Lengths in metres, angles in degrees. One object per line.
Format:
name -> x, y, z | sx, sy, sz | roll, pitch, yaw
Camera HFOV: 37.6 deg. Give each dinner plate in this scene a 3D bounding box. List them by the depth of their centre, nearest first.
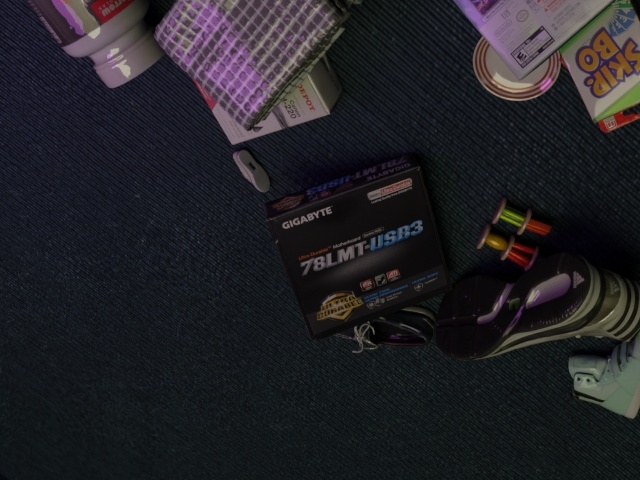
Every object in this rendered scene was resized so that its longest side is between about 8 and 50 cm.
dinner plate -> 0.320, -0.293, 1.533 | 0.141, 0.017, 0.141 | 12, 131, 14

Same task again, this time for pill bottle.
pill bottle -> -0.405, -0.426, 1.605 | 0.176, 0.176, 0.318 | -18, 119, 32

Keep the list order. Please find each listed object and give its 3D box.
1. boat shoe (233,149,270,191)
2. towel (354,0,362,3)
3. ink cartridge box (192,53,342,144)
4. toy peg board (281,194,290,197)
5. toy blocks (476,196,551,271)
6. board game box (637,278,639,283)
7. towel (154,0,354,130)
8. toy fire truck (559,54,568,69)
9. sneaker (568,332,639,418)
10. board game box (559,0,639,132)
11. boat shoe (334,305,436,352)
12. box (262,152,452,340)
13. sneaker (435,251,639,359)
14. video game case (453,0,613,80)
boat shoe -> -0.137, -0.135, 1.836 | 0.035, 0.035, 0.100 | 4, 139, 54
towel -> 0.052, -0.519, 1.444 | 0.209, 0.034, 0.285 | 35, 131, -9
ink cartridge box -> -0.092, -0.278, 1.659 | 0.218, 0.092, 0.158 | -15, 121, 28
toy peg board -> 0.000, 0.000, 1.858 | 0.161, 0.079, 0.161 | 4, 128, 18
toy blocks -> 0.377, -0.002, 1.722 | 0.148, 0.054, 0.123 | 25, 133, 1
board game box -> 0.809, 0.055, 1.601 | 0.390, 0.050, 0.390 | 25, 133, 0
towel -> -0.108, -0.348, 1.491 | 0.235, 0.121, 0.283 | 45, 122, 2
toy fire truck -> 0.478, -0.307, 1.438 | 0.135, 0.047, 0.192 | 39, 130, -10
sneaker -> 0.561, 0.235, 1.819 | 0.151, 0.094, 0.256 | 14, 130, 15
board game box -> 0.424, -0.298, 1.412 | 0.124, 0.039, 0.259 | -25, 96, 30
boat shoe -> 0.113, 0.184, 1.963 | 0.254, 0.079, 0.095 | 5, 129, 18
box -> 0.075, 0.016, 1.763 | 0.295, 0.073, 0.293 | -19, 124, -1
sneaker -> 0.424, 0.157, 1.758 | 0.257, 0.169, 0.447 | 17, 159, -25
video game case -> 0.315, -0.412, 1.362 | 0.244, 0.061, 0.269 | 51, 130, 2
